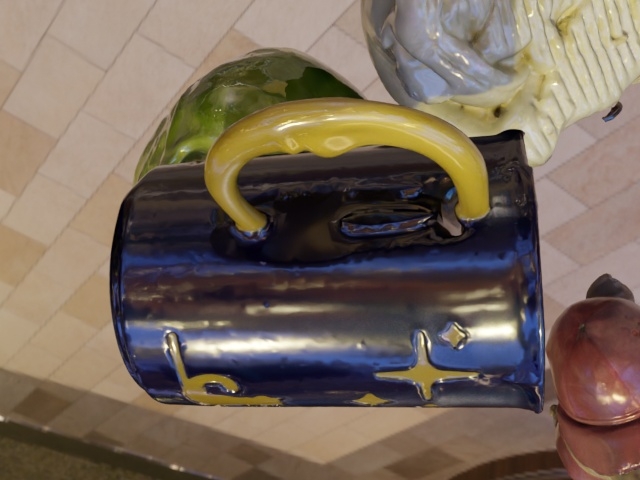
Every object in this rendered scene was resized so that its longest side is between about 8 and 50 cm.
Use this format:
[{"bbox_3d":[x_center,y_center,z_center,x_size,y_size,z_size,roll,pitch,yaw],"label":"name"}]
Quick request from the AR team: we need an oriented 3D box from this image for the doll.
[{"bbox_3d":[0.318,0.171,0.872,0.152,0.196,0.255,-22,133,4],"label":"doll"}]

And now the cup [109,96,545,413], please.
[{"bbox_3d":[0.003,-0.009,0.523,0.256,0.178,0.255,-2,126,10],"label":"cup"}]

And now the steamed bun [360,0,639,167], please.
[{"bbox_3d":[0.200,-0.261,0.911,0.394,0.237,0.346,5,107,-29],"label":"steamed bun"}]

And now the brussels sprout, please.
[{"bbox_3d":[-0.060,-0.013,0.868,0.281,0.354,0.289,30,141,-19],"label":"brussels sprout"}]
